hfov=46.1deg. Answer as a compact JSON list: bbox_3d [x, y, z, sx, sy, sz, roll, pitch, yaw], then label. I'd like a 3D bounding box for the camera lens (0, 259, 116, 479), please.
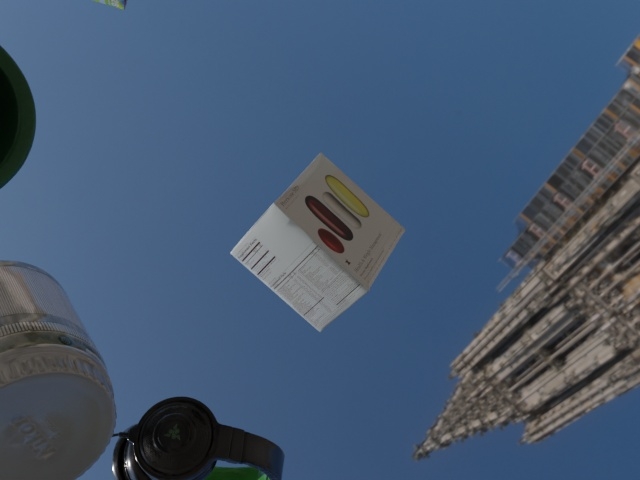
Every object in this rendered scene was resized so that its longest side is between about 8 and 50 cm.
[{"bbox_3d":[-0.405,0.170,0.979,0.219,0.220,0.274,-22,-142,-24],"label":"camera lens"}]

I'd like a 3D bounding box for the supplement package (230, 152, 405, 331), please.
[{"bbox_3d":[0.000,0.000,1.273,0.203,0.149,0.194,42,-140,-4],"label":"supplement package"}]

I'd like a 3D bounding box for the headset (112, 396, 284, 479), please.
[{"bbox_3d":[-0.246,0.310,1.205,0.394,0.243,0.185,19,-125,-21],"label":"headset"}]

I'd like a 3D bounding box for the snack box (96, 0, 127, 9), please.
[{"bbox_3d":[-0.352,-0.434,1.059,0.174,0.207,0.070,15,-110,-10],"label":"snack box"}]

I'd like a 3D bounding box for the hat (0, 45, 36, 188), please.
[{"bbox_3d":[-0.415,-0.127,0.785,0.173,0.183,0.209,39,-122,-36],"label":"hat"}]
